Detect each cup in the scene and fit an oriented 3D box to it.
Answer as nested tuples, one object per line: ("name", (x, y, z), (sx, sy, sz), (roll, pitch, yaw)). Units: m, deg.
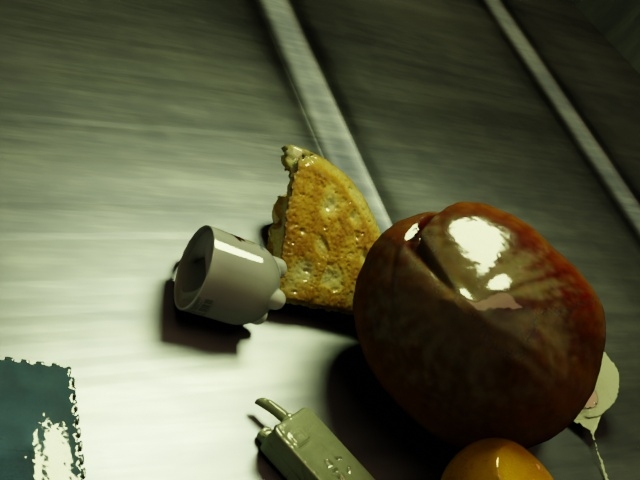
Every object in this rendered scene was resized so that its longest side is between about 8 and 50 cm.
("cup", (-0.141, 0.065, 1.656), (0.142, 0.173, 0.134), (20, 67, -26))

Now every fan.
("fan", (0.477, 0.307, 1.946), (0.182, 0.010, 0.310), (-8, 58, -10))

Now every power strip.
("power strip", (0.006, 0.325, 1.505), (0.288, 0.053, 0.093), (46, 34, 13))

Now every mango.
("mango", (0.268, 0.418, 1.500), (0.160, 0.191, 0.290), (-2, 43, -35))

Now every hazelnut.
("hazelnut", (0.246, 0.126, 1.670), (0.409, 0.359, 0.359), (44, 33, 9))

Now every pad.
("pad", (-0.407, 0.235, 1.277), (0.270, 0.012, 0.269), (14, 39, -30))

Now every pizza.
("pizza", (0.029, -0.005, 1.811), (0.268, 0.258, 0.087), (15, -6, -32))

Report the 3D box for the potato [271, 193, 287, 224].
("potato", (-0.002, -0.040, 1.902), (0.178, 0.109, 0.118), (8, 16, -33))
